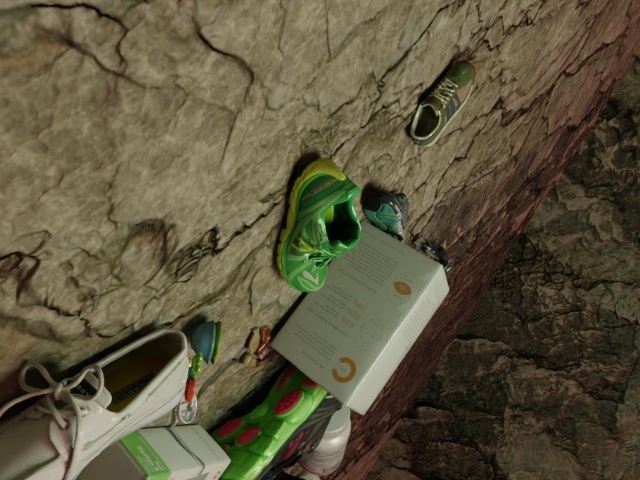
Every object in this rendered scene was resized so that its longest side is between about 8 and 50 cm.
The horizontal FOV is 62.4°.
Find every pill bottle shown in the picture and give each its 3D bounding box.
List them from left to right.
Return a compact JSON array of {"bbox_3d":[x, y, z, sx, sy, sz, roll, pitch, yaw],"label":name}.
[{"bbox_3d":[0.007,0.584,1.610,0.160,0.160,0.283,-35,148,-34],"label":"pill bottle"}]

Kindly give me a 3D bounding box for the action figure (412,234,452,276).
[{"bbox_3d":[0.299,0.082,1.520,0.164,0.141,0.276,-59,169,15],"label":"action figure"}]

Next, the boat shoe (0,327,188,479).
[{"bbox_3d":[-0.307,0.213,0.669,0.367,0.136,0.156,-26,143,-49],"label":"boat shoe"}]

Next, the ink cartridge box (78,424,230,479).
[{"bbox_3d":[-0.317,0.454,0.964,0.198,0.115,0.273,-54,154,-1],"label":"ink cartridge box"}]

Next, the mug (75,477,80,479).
[{"bbox_3d":[-0.401,0.360,0.731,0.129,0.097,0.157,-24,141,-45],"label":"mug"}]

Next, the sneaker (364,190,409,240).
[{"bbox_3d":[0.154,-0.080,1.174,0.223,0.083,0.098,58,49,-67],"label":"sneaker"}]

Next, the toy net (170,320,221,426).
[{"bbox_3d":[-0.212,0.247,0.893,0.045,0.122,0.232,10,121,-20],"label":"toy net"}]

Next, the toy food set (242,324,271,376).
[{"bbox_3d":[-0.132,0.224,1.107,0.078,0.019,0.122,-16,127,-52],"label":"toy food set"}]

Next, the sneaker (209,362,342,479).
[{"bbox_3d":[-0.104,0.470,1.215,0.483,0.185,0.202,-35,120,-32],"label":"sneaker"}]

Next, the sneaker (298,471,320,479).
[{"bbox_3d":[-0.112,0.987,1.960,0.290,0.106,0.123,-51,156,-4],"label":"sneaker"}]

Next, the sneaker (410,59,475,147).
[{"bbox_3d":[0.244,-0.276,1.069,0.086,0.064,0.192,-12,135,-61],"label":"sneaker"}]

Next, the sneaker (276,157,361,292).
[{"bbox_3d":[0.000,0.000,0.933,0.109,0.123,0.295,-34,148,-36],"label":"sneaker"}]

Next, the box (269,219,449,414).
[{"bbox_3d":[0.094,0.168,1.163,0.345,0.215,0.168,-53,151,-9],"label":"box"}]

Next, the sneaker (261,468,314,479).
[{"bbox_3d":[-0.111,0.663,1.483,0.086,0.163,0.226,-14,160,-48],"label":"sneaker"}]
